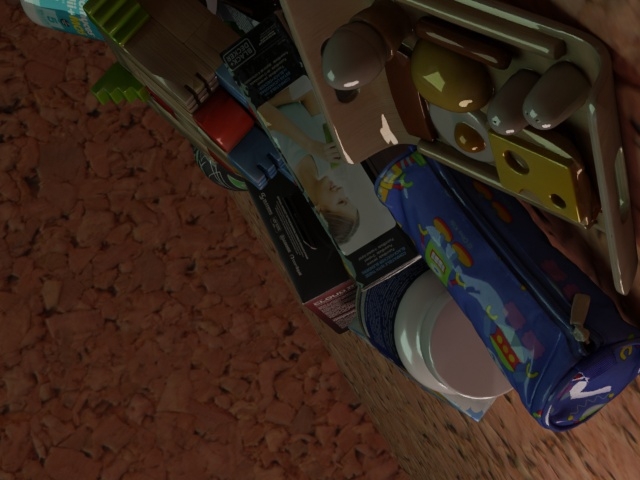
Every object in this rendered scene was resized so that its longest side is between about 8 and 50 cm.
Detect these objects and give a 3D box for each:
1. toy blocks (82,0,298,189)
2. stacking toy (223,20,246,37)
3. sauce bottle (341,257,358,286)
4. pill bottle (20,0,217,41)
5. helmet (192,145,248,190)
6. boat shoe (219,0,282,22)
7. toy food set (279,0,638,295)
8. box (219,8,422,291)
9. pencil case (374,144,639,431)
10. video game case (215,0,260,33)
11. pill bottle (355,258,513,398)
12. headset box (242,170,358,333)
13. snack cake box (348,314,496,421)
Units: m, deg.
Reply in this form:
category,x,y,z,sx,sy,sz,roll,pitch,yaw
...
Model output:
category,x,y,z,sx,sy,sz,roll,pitch,yaw
toy blocks,-0.118,-0.167,1.608,0.261,0.191,0.381,41,174,9
stacking toy,-0.035,-0.183,1.753,0.167,0.052,0.221,11,137,44
sauce bottle,0.059,-0.059,1.678,0.111,0.111,0.344,54,169,32
pill bottle,-0.280,-0.348,1.892,0.264,0.146,0.146,15,152,23
helmet,-0.136,-0.163,2.300,0.169,0.161,0.169,57,172,13
boat shoe,-0.124,-0.347,1.728,0.335,0.112,0.095,39,154,59
toy food set,0.109,-0.087,1.061,0.306,0.092,0.219,30,155,37
box,0.035,-0.107,1.425,0.290,0.087,0.169,60,-150,3
pencil case,0.172,0.027,1.230,0.306,0.119,0.133,55,168,27
video game case,-0.146,-0.272,1.925,0.196,0.026,0.274,59,142,20
pill bottle,0.142,0.089,1.530,0.153,0.153,0.265,61,172,-12
headset box,0.000,0.000,1.992,0.218,0.110,0.293,64,-175,17
snack cake box,0.143,0.143,1.809,0.152,0.089,0.264,38,176,-10
